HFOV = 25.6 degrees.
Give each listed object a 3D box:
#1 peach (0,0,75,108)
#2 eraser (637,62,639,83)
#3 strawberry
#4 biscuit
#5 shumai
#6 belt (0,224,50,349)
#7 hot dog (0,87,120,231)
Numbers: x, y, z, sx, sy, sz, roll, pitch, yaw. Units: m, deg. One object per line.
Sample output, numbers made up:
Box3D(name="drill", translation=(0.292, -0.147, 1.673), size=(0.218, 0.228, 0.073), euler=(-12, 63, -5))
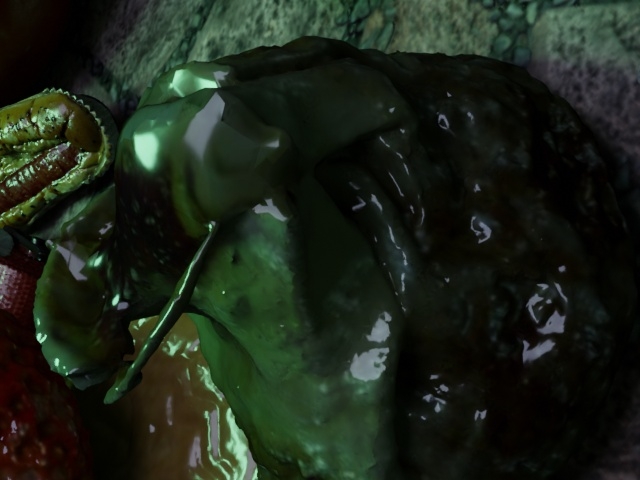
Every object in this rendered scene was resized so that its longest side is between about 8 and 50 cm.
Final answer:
Box3D(name="peach", translation=(-0.426, -0.298, 1.536), size=(0.335, 0.310, 0.406), euler=(48, 118, 47))
Box3D(name="eraser", translation=(0.321, -0.138, 0.924), size=(0.225, 0.052, 0.096), euler=(9, 82, 46))
Box3D(name="strawberry", translation=(-0.333, 0.228, 1.249), size=(0.312, 0.267, 0.351), euler=(-35, 79, 34))
Box3D(name="biscuit", translation=(-0.155, 0.223, 1.276), size=(0.385, 0.062, 0.365), euler=(44, 109, 43))
Box3D(name="shumai", translation=(0.000, 0.000, 0.994), size=(0.395, 0.348, 0.395), euler=(-21, 57, 35))
Box3D(name="belt", translation=(-0.320, 0.049, 1.445), size=(0.201, 0.128, 0.124), euler=(27, 96, 49))
Box3D(name="hot dog", translation=(-0.309, -0.085, 1.497), size=(0.252, 0.069, 0.131), euler=(-23, 101, 37))
